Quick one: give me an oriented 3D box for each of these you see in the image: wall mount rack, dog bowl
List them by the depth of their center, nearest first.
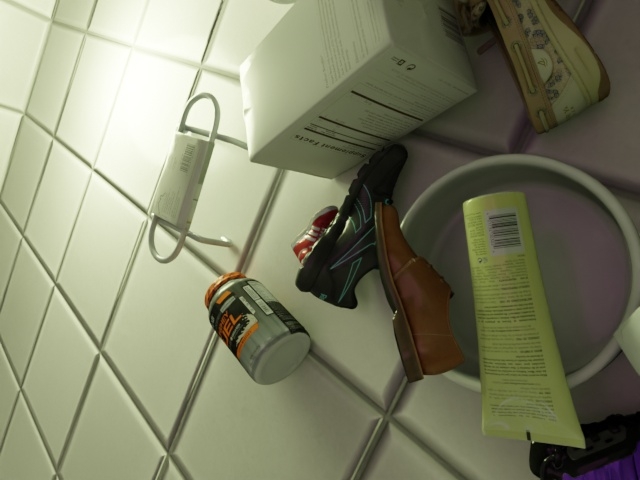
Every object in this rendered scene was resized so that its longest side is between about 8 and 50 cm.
[{"bbox_3d":[0.220,0.040,0.520,0.265,0.104,0.265,-7,78,38],"label":"dog bowl"},{"bbox_3d":[-0.280,-0.131,0.951,0.304,0.130,0.350,23,97,36],"label":"wall mount rack"}]

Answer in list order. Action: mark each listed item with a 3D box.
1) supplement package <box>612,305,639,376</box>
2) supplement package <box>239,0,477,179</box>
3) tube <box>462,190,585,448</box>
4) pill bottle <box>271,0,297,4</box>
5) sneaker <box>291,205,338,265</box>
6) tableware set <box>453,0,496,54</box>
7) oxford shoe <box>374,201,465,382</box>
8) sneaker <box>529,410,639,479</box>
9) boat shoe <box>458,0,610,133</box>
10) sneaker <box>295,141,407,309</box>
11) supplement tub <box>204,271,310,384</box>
[{"bbox_3d":[0.336,0.114,0.242,0.145,0.204,0.262,-19,56,2],"label":"supplement package"},{"bbox_3d":[0.036,-0.235,0.644,0.293,0.175,0.177,-25,68,45],"label":"supplement package"},{"bbox_3d":[0.188,0.074,0.441,0.070,0.062,0.240,131,134,-78],"label":"tube"},{"bbox_3d":[-0.096,-0.606,0.854,0.160,0.160,0.283,-33,63,31],"label":"pill bottle"},{"bbox_3d":[0.000,0.000,0.746,0.118,0.042,0.067,-48,52,32],"label":"sneaker"},{"bbox_3d":[0.258,-0.363,0.601,0.194,0.039,0.128,-37,61,29],"label":"tableware set"},{"bbox_3d":[0.107,0.047,0.512,0.076,0.076,0.212,-15,68,5],"label":"oxford shoe"},{"bbox_3d":[0.287,0.219,0.435,0.146,0.102,0.293,35,104,38],"label":"sneaker"},{"bbox_3d":[0.225,-0.265,0.538,0.089,0.104,0.285,-35,75,24],"label":"boat shoe"},{"bbox_3d":[0.068,-0.020,0.679,0.106,0.101,0.267,31,96,8],"label":"sneaker"},{"bbox_3d":[-0.115,0.143,0.768,0.190,0.117,0.117,38,107,37],"label":"supplement tub"}]
